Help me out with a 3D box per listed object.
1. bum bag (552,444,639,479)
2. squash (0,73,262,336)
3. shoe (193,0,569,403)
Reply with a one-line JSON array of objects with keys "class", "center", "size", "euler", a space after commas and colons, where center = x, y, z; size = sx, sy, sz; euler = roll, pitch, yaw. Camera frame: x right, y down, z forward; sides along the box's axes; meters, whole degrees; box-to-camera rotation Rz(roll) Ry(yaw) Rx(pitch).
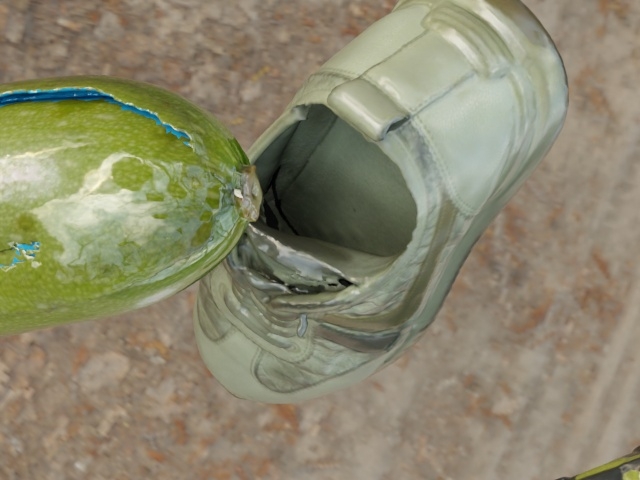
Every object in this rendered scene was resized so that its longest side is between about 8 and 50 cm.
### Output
[{"class": "bum bag", "center": [0.178, 0.159, 0.811], "size": [0.232, 0.060, 0.107], "euler": [-28, 110, 2]}, {"class": "squash", "center": [-0.178, 0.006, 0.507], "size": [0.094, 0.341, 0.094], "euler": [-14, 90, -72]}, {"class": "shoe", "center": [0.000, 0.000, 0.631], "size": [0.098, 0.103, 0.275], "euler": [-33, 162, -39]}]
